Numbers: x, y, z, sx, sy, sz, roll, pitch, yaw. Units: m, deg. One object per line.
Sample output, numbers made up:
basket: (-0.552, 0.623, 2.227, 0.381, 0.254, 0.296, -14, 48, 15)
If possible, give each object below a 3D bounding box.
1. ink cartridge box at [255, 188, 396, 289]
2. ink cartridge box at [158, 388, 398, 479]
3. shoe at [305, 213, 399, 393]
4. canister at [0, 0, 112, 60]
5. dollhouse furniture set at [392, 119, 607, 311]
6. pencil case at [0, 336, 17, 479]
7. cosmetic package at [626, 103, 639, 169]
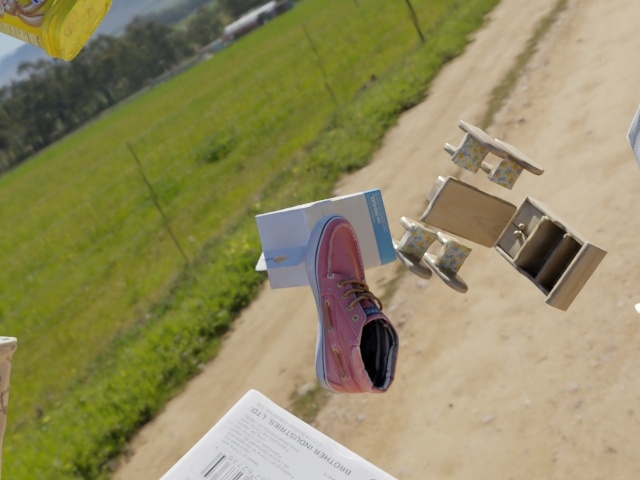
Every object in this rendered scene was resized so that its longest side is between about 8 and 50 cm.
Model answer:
ink cartridge box: (0.000, 0.000, 1.128, 0.143, 0.090, 0.092, -14, 3, -42)
ink cartridge box: (-0.069, 0.254, 0.662, 0.185, 0.065, 0.311, 28, 44, 22)
shoe: (0.035, 0.061, 0.943, 0.063, 0.178, 0.081, 1, -5, -35)
canister: (-0.350, -0.295, 1.151, 0.073, 0.169, 0.126, 100, -167, -58)
dollhouse furniture set: (0.261, -0.013, 1.397, 0.212, 0.242, 0.161, -59, 36, 16)
pencil case: (-0.494, 0.315, 1.237, 0.159, 0.410, 0.183, 3, -8, 14)
cosmetic package: (0.257, -0.045, 0.412, 0.097, 0.377, 0.284, -7, 60, -2)
